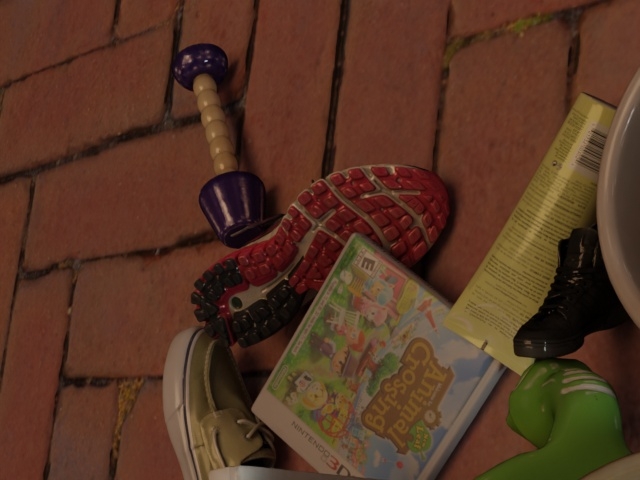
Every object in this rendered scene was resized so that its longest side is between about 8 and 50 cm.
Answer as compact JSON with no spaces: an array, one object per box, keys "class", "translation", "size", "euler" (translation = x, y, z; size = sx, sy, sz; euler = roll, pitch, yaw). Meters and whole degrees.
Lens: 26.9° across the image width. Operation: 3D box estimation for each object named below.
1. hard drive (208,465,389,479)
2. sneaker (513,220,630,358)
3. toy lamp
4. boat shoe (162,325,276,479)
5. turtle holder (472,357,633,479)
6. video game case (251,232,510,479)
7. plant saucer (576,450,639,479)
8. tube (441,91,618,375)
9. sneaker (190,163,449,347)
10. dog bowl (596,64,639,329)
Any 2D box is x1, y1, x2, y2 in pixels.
[{"class":"hard drive","translation":[0.014,0.365,1.065],"size":[0.047,0.233,0.353],"euler":[-20,65,38]},{"class":"sneaker","translation":[0.203,0.031,1.053],"size":[0.051,0.170,0.089],"euler":[3,104,43]},{"class":"toy lamp","translation":[-0.117,-0.109,1.551],"size":[0.080,0.080,0.274],"euler":[-45,44,32]},{"class":"boat shoe","translation":[-0.087,0.227,1.387],"size":[0.094,0.109,0.302],"euler":[-23,68,27]},{"class":"turtle holder","translation":[0.154,0.256,0.943],"size":[0.227,0.243,0.320],"euler":[103,145,-71]},{"class":"video game case","translation":[0.051,0.132,1.240],"size":[0.193,0.023,0.212],"euler":[39,108,27]},{"class":"plant saucer","translation":[0.227,0.255,0.761],"size":[0.278,0.041,0.277],"euler":[-6,70,17]},{"class":"tube","translation":[0.193,-0.008,1.141],"size":[0.240,0.062,0.070],"euler":[-64,21,11]},{"class":"sneaker","translation":[0.000,0.000,1.345],"size":[0.299,0.112,0.120],"euler":[-27,98,31]},{"class":"dog bowl","translation":[0.343,-0.043,0.936],"size":[0.349,0.102,0.348],"euler":[-21,61,45]}]
